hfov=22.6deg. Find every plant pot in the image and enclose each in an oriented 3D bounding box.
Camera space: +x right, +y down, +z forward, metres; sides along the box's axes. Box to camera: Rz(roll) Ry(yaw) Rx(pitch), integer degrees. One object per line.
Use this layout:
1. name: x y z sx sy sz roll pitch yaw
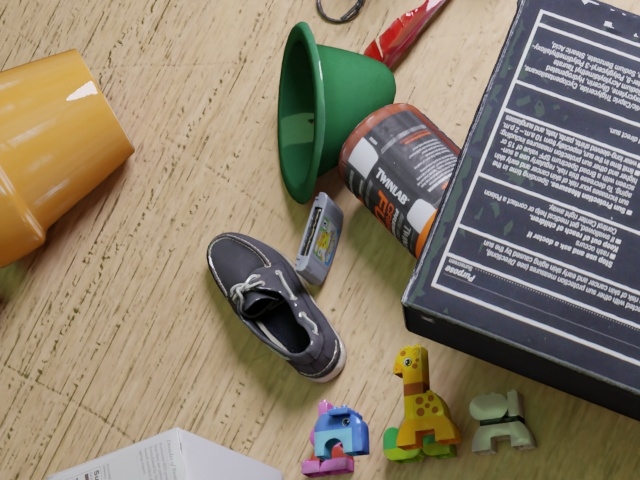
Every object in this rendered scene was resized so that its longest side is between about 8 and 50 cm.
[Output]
1. plant pot: -0.309 -0.104 1.709 0.188 0.205 0.205 -30 60 -4

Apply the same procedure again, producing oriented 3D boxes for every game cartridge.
1. game cartridge: 0.000 0.000 1.585 0.017 0.056 0.083 12 76 22

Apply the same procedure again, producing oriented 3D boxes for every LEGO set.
1. LEGO set: 0.075 0.151 1.474 0.227 0.087 0.093 -10 67 22

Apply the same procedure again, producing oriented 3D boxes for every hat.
1. hat: 0.064 -0.140 1.607 0.184 0.208 0.173 -2 31 -15

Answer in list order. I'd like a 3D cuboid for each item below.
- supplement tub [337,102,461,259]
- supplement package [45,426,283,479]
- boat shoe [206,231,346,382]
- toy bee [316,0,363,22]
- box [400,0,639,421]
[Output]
1. supplement tub: 0.111 -0.036 1.515 0.106 0.106 0.198 -46 58 4
2. supplement package: -0.112 0.329 1.430 0.145 0.204 0.261 -23 63 18
3. boat shoe: -0.053 0.055 1.586 0.075 0.065 0.206 -46 58 5
4. toy bee: 0.105 -0.351 1.606 0.195 0.162 0.298 34 88 30
5. box: 0.254 -0.015 1.344 0.296 0.183 0.294 22 80 8
